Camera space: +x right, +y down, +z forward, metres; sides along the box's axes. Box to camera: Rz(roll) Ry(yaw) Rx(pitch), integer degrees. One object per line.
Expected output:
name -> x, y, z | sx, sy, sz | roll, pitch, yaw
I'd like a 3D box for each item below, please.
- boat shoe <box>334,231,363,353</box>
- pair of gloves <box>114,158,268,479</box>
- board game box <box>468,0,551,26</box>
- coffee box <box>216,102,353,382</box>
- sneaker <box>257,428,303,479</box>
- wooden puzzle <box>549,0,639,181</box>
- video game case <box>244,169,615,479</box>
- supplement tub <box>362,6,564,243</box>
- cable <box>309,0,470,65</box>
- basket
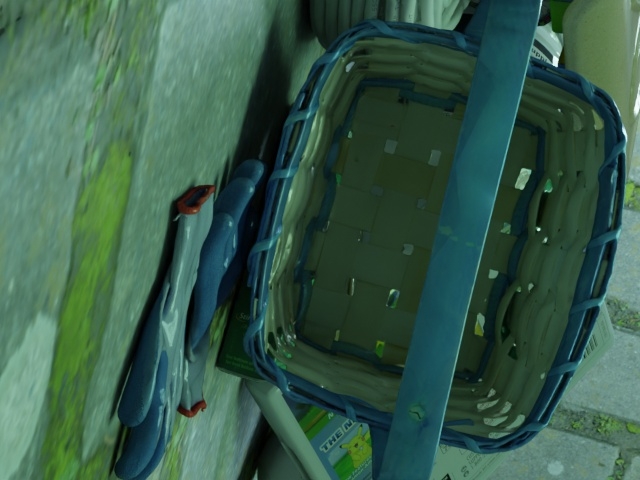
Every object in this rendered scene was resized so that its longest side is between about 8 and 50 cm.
boat shoe -> 0.000, 0.000, 1.109 | 0.064, 0.060, 0.178 | 73, 20, -68
pair of gloves -> -0.066, 0.039, 0.791 | 0.198, 0.023, 0.159 | -53, 157, -75
board game box -> 0.146, -0.252, 1.363 | 0.194, 0.194, 0.060 | -47, 155, -44
coffee box -> -0.019, 0.003, 1.017 | 0.113, 0.040, 0.184 | 10, 96, -82
sneaker -> 0.001, 0.133, 1.353 | 0.297, 0.111, 0.129 | -72, 157, -49
wooden puzzle -> 0.241, -0.245, 1.200 | 0.322, 0.080, 0.348 | 65, 40, -62
video game case -> 0.110, 0.099, 1.253 | 0.329, 0.036, 0.300 | -43, 136, -17
supplement tub -> 0.133, -0.104, 1.400 | 0.191, 0.191, 0.272 | 98, 10, -49
cable -> 0.067, -0.237, 0.963 | 0.257, 0.089, 0.257 | -61, 168, -52
basket -> 0.067, -0.007, 0.829 | 0.289, 0.201, 0.255 | -30, 135, -85
